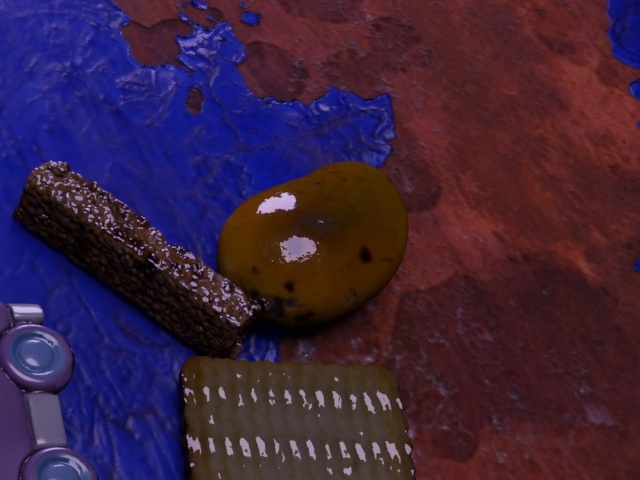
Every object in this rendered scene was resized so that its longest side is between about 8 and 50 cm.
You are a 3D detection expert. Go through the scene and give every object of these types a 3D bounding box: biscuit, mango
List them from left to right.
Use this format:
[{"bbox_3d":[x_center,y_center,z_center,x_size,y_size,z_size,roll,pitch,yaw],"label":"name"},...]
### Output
[{"bbox_3d":[-0.134,0.015,1.431,0.199,0.064,0.034,35,51,6],"label":"biscuit"},{"bbox_3d":[-0.008,0.197,1.371,0.172,0.029,0.254,4,54,-19],"label":"biscuit"},{"bbox_3d":[0.001,0.003,1.480,0.178,0.090,0.115,-25,60,-42],"label":"mango"}]

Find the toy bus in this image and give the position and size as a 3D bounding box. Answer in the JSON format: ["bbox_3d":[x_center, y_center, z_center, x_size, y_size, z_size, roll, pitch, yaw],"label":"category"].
[{"bbox_3d":[-0.231,0.150,1.251,0.142,0.142,0.202,1,54,-27],"label":"toy bus"}]
